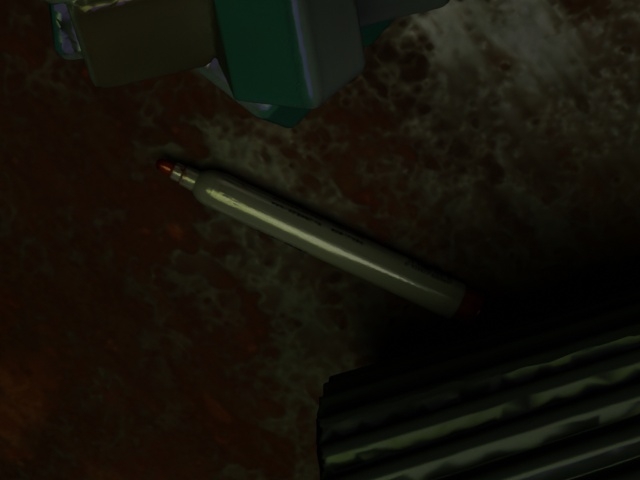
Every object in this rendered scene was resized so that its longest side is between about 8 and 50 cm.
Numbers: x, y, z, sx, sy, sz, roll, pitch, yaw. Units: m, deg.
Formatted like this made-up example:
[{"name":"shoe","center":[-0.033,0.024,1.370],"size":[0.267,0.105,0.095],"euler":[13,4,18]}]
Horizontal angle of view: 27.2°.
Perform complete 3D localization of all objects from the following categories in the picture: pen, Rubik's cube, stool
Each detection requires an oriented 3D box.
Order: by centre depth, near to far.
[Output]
[{"name":"Rubik's cube","center":[-0.047,-0.163,0.594],"size":[0.224,0.213,0.265],"euler":[-9,120,-11]},{"name":"stool","center":[0.204,0.160,0.723],"size":[0.330,0.297,0.297],"euler":[-21,113,11]},{"name":"pen","center":[0.000,0.000,0.801],"size":[0.218,0.026,0.026],"euler":[25,117,-7]}]
